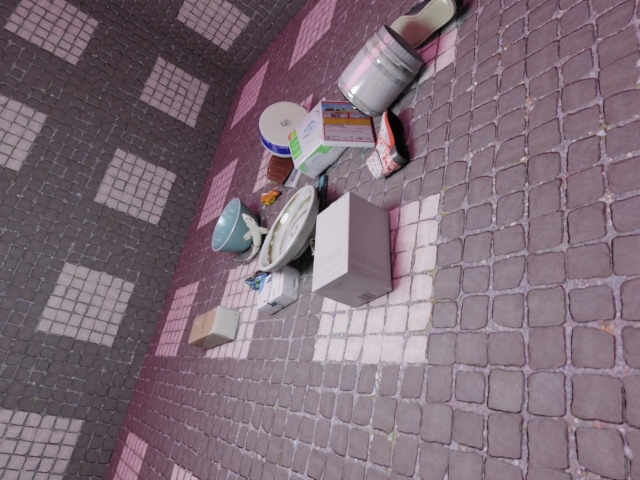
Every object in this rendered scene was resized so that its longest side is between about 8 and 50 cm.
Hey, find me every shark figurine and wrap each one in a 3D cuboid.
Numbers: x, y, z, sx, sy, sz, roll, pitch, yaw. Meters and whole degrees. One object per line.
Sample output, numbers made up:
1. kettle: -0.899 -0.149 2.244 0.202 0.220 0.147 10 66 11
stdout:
1. shark figurine: -0.339 0.006 2.166 0.116 0.166 0.278 -82 4 -78

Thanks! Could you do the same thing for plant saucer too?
1. plant saucer: -0.106 -0.034 1.702 0.400 0.101 0.400 -48 23 28

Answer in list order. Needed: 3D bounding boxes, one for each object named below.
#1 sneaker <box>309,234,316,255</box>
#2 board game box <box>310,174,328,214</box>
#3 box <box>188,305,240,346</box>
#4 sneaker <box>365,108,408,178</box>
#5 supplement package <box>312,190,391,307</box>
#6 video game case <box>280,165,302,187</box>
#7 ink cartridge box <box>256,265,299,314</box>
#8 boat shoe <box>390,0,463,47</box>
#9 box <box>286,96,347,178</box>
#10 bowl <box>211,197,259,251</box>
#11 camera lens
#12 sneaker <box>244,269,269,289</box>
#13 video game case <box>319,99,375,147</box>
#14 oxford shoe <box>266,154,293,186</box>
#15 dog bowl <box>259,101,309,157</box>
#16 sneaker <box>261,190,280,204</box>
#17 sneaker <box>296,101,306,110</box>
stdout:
1. sneaker: 0.000 0.000 1.591 0.064 0.086 0.192 -43 36 35
2. board game box: -0.019 -0.184 1.824 0.126 0.026 0.186 -31 44 45
3. box: -0.532 0.439 2.095 0.311 0.121 0.147 -31 43 45
4. sneaker: 0.220 -0.339 1.485 0.145 0.090 0.270 -36 43 37
5. supplement package: 0.099 0.030 1.315 0.177 0.175 0.292 -35 41 44
6. video game case: -0.133 -0.363 2.149 0.173 0.022 0.190 19 85 61
7. ink cartridge box: -0.175 0.204 1.730 0.191 0.082 0.139 -37 40 42
8. boat shoe: 0.390 -0.823 1.559 0.113 0.127 0.340 -43 14 -21
9. box: -0.004 -0.445 1.848 0.262 0.127 0.231 -39 46 28
10. bowl: -0.449 -0.060 2.292 0.311 0.163 0.311 -39 38 40
11. camera lens: 0.217 -0.620 1.568 0.274 0.220 0.219 -45 35 33
12. sneaker: -0.294 0.181 1.975 0.188 0.067 0.078 -26 26 51
13. video game case: 0.103 -0.472 1.684 0.025 0.204 0.285 96 173 -50
14. oxford shoe: -0.196 -0.424 2.193 0.130 0.123 0.348 136 155 -72
15. dog bowl: -0.174 -0.557 2.101 0.104 0.265 0.264 98 -175 -70
16. sneaker: -0.261 -0.228 2.236 0.175 0.064 0.067 -14 76 60
17. sneaker: -0.128 -0.758 2.393 0.042 0.067 0.118 -59 30 10
